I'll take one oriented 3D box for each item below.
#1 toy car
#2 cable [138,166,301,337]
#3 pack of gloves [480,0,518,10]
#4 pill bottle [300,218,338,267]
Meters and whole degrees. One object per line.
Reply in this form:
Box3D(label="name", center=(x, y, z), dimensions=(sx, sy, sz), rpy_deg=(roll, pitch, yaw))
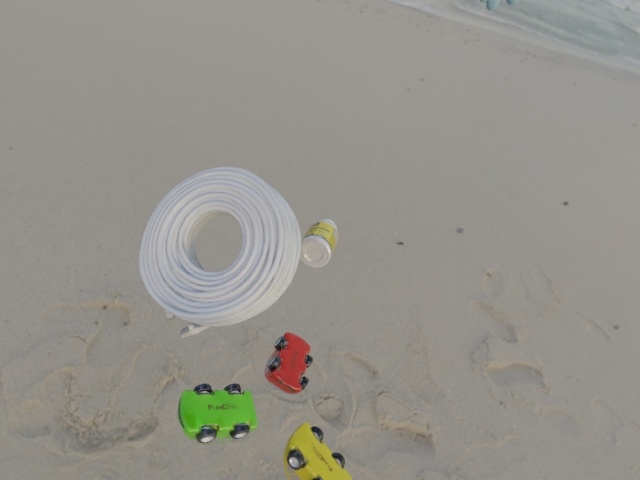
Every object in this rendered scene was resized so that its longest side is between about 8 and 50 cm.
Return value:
Box3D(label="toy car", center=(-0.082, 0.223, 0.518), dimensions=(0.225, 0.053, 0.238), rpy_deg=(18, 35, -39))
Box3D(label="cable", center=(-0.162, 0.007, 0.646), dimensions=(0.257, 0.089, 0.256), rpy_deg=(-17, 74, 8))
Box3D(label="pack of gloves", center=(0.219, -0.271, 0.272), dimensions=(0.195, 0.232, 0.046), rpy_deg=(-29, 72, -7))
Box3D(label="pill bottle", center=(0.000, 0.000, 0.795), dimensions=(0.065, 0.065, 0.116), rpy_deg=(25, 27, 1))
